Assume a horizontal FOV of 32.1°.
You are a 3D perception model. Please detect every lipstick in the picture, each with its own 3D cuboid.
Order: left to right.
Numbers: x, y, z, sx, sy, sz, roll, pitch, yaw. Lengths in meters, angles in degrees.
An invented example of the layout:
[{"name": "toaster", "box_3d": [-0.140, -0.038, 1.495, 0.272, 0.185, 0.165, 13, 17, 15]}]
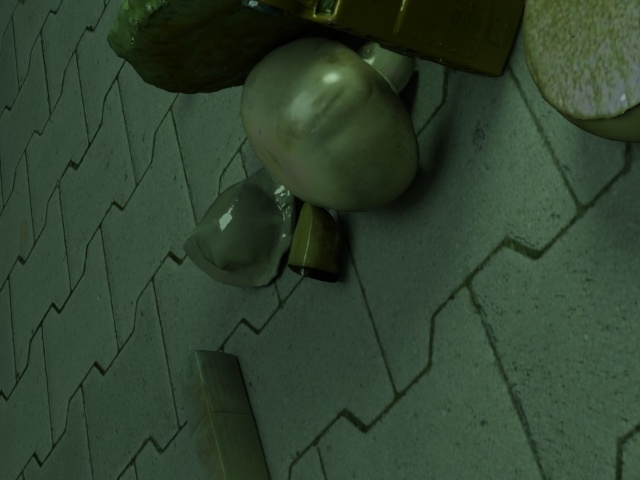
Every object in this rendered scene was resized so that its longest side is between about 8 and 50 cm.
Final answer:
[{"name": "lipstick", "box_3d": [-0.134, 0.330, 1.653, 0.076, 0.080, 0.371, -56, 38, 35]}]

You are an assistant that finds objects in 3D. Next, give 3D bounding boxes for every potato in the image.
[{"name": "potato", "box_3d": [0.000, 0.000, 1.554, 0.096, 0.066, 0.103, -147, 70, -71]}]

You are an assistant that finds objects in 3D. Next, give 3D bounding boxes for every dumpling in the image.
[{"name": "dumpling", "box_3d": [-0.108, -0.011, 1.697, 0.151, 0.124, 0.229, 50, 122, 6]}]

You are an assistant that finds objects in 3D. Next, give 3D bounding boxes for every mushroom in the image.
[{"name": "mushroom", "box_3d": [0.032, -0.165, 1.456, 0.260, 0.234, 0.254, 44, 161, 12]}]

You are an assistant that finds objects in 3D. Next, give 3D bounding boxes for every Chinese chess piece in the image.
[{"name": "Chinese chess piece", "box_3d": [0.316, -0.229, 1.078, 0.270, 0.112, 0.270, -23, 62, 54]}]

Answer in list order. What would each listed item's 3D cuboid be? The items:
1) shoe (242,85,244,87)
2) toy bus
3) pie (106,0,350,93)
[{"name": "shoe", "box_3d": [-0.059, -0.325, 1.734, 0.112, 0.099, 0.227, -1, 79, 51]}, {"name": "toy bus", "box_3d": [0.075, -0.278, 1.270, 0.123, 0.336, 0.121, 32, 108, 52]}, {"name": "pie", "box_3d": [-0.091, -0.327, 1.474, 0.395, 0.418, 0.180, -31, 83, 51]}]
